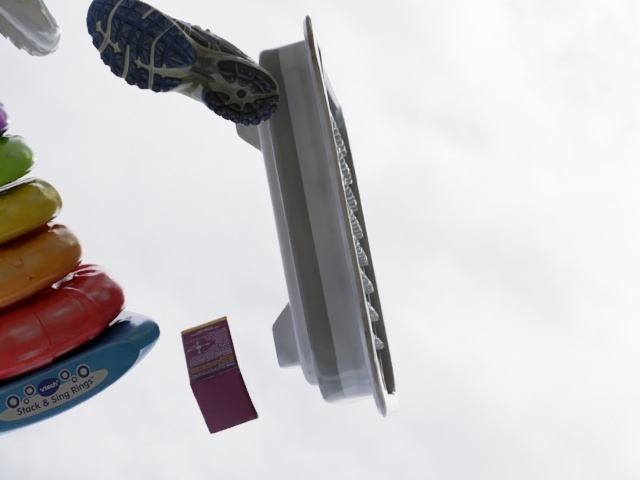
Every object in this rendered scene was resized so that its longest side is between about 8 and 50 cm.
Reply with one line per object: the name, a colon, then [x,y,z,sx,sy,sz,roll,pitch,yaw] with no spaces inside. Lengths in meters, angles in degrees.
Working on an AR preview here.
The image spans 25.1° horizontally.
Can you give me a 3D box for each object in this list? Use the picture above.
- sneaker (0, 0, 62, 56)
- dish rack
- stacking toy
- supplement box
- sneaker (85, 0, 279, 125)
sneaker: [-0.287,-0.251,1.203,0.095,0.090,0.235,-47,-53,-6]
dish rack: [0.000,0.000,1.111,0.072,0.333,0.286,-12,-97,5]
stacking toy: [-0.235,-0.034,0.917,0.175,0.166,0.302,-23,-78,-25]
supplement box: [-0.082,0.108,1.163,0.043,0.055,0.083,-19,-152,-2]
sneaker: [-0.091,-0.120,0.940,0.135,0.052,0.058,29,-162,-13]
